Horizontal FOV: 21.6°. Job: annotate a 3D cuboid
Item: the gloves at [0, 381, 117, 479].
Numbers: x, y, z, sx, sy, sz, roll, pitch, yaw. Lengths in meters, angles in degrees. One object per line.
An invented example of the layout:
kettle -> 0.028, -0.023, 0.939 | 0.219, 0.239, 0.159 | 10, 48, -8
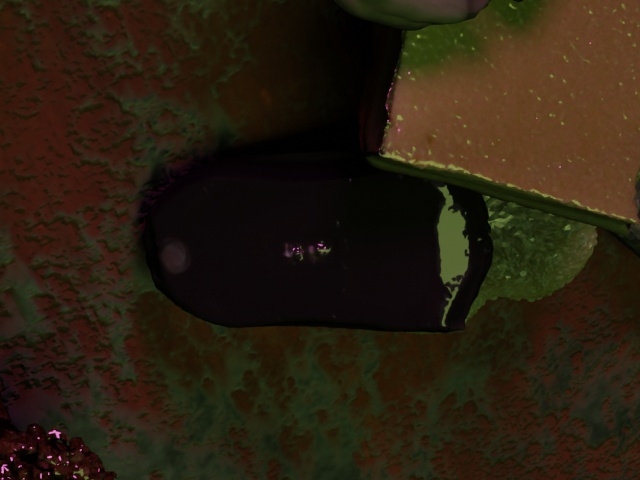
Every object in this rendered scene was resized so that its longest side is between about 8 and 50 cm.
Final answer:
gloves -> -0.262, 0.189, 1.011 | 0.312, 0.135, 0.210 | -2, 102, -4

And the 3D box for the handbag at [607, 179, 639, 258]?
handbag -> 0.315, -0.077, 1.210 | 0.270, 0.089, 0.175 | -42, 123, 1

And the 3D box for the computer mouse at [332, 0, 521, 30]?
computer mouse -> 0.039, -0.320, 0.837 | 0.228, 0.145, 0.429 | -25, 121, -23

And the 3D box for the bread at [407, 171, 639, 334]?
bread -> 0.126, -0.062, 1.101 | 0.207, 0.056, 0.287 | -6, 122, -12

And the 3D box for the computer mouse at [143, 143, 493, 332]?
computer mouse -> 0.000, 0.000, 1.053 | 0.217, 0.073, 0.122 | 1, 107, 7

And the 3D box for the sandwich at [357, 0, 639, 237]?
sandwich -> 0.142, -0.140, 1.000 | 0.212, 0.063, 0.245 | 15, 88, -21
